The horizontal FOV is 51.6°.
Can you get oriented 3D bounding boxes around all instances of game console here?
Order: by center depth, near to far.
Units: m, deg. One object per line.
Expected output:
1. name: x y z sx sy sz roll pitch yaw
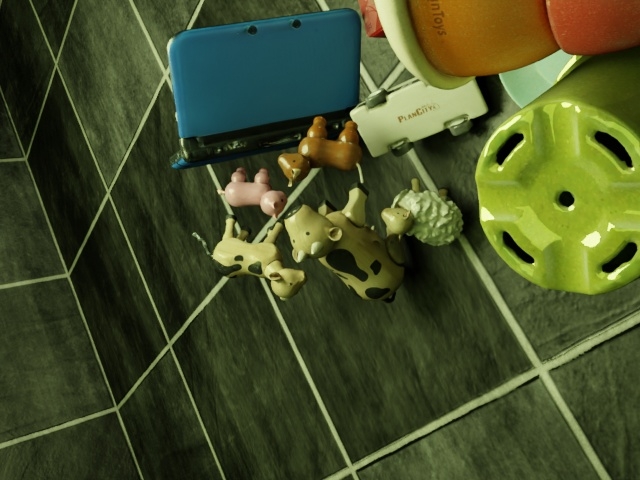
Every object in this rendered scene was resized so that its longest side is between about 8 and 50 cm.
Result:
1. game console: -0.096 -0.228 1.040 0.250 0.293 0.173 -176 73 -70

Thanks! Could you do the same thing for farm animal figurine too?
1. farm animal figurine: 0.000 0.000 1.008 0.330 0.326 0.172 -47 23 42

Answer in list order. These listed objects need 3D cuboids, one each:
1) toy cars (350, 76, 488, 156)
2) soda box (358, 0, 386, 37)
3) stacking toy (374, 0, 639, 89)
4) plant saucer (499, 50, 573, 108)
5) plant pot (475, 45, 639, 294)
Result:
1. toy cars: 0.181 -0.277 0.913 0.176 0.087 0.394 25 126 2
2. soda box: 0.093 -0.437 0.977 0.083 0.092 0.263 -21 82 52
3. stacking toy: 0.307 -0.277 0.540 0.479 0.350 0.351 16 111 30
4. plant saucer: 0.305 -0.234 0.799 0.195 0.037 0.195 25 130 34
5. plant pot: 0.296 -0.072 0.665 0.276 0.254 0.276 24 126 38
